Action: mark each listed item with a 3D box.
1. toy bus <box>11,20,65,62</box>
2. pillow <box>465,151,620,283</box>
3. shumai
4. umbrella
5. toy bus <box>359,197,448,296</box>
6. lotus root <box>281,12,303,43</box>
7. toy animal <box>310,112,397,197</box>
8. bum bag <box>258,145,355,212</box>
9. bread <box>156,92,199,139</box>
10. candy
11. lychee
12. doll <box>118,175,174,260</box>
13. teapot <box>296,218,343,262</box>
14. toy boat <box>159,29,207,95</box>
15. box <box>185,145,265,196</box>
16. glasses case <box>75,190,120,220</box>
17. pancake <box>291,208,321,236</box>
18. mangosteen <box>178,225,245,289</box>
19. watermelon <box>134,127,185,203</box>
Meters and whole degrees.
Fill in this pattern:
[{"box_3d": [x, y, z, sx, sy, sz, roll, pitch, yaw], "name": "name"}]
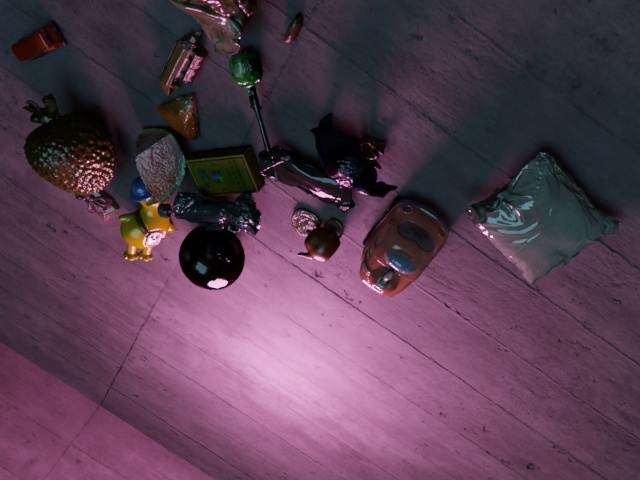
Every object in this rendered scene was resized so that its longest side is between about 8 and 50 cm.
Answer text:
[{"box_3d": [-0.867, -0.597, 1.797, 0.174, 0.077, 0.079, -10, 121, 30], "name": "toy bus"}, {"box_3d": [0.571, -0.059, 1.533, 0.310, 0.138, 0.283, 43, 123, -14], "name": "pillow"}, {"box_3d": [-0.261, -0.570, 1.375, 0.291, 0.330, 0.289, -4, 117, -3], "name": "shumai"}, {"box_3d": [-0.356, -0.093, 1.886, 0.348, 0.094, 0.143, 3, 113, 17], "name": "umbrella"}, {"box_3d": [0.223, 0.035, 1.705, 0.194, 0.232, 0.288, 35, 134, -1], "name": "toy bus"}, {"box_3d": [-0.068, -0.538, 1.505, 0.030, 0.037, 0.083, 31, 133, -6], "name": "lotus root"}, {"box_3d": [0.084, -0.224, 1.591, 0.298, 0.185, 0.122, 44, 139, 12], "name": "toy animal"}, {"box_3d": [-0.034, -0.192, 1.746, 0.326, 0.080, 0.142, 26, 140, -1], "name": "bum bag"}, {"box_3d": [-0.438, -0.386, 1.789, 0.135, 0.054, 0.154, 19, 129, 13], "name": "bread"}, {"box_3d": [-0.177, -0.366, 1.637, 0.097, 0.097, 0.324, -1, 117, 25], "name": "candy"}, {"box_3d": [-0.802, -0.295, 1.889, 0.270, 0.270, 0.320, -35, 96, 40], "name": "lychee"}, {"box_3d": [-0.604, -0.081, 2.069, 0.199, 0.145, 0.363, 2, 130, -29], "name": "doll"}, {"box_3d": [0.000, 0.000, 1.860, 0.116, 0.116, 0.173, 42, 97, -11], "name": "teapot"}, {"box_3d": [-0.387, -0.494, 1.666, 0.088, 0.068, 0.226, 34, 132, -11], "name": "toy boat"}, {"box_3d": [-0.299, -0.216, 1.852, 0.219, 0.064, 0.141, -3, 127, 25], "name": "box"}, {"box_3d": [-0.821, -0.157, 2.134, 0.102, 0.070, 0.193, -28, 112, 36], "name": "glasses case"}, {"box_3d": [-0.049, -0.055, 1.897, 0.108, 0.017, 0.108, 12, 130, 15], "name": "pancake"}, {"box_3d": [-0.382, 0.063, 2.015, 0.228, 0.228, 0.265, 47, 145, -16], "name": "mangosteen"}, {"box_3d": [-0.489, -0.252, 1.878, 0.146, 0.128, 0.231, -13, 110, 15], "name": "watermelon"}]
